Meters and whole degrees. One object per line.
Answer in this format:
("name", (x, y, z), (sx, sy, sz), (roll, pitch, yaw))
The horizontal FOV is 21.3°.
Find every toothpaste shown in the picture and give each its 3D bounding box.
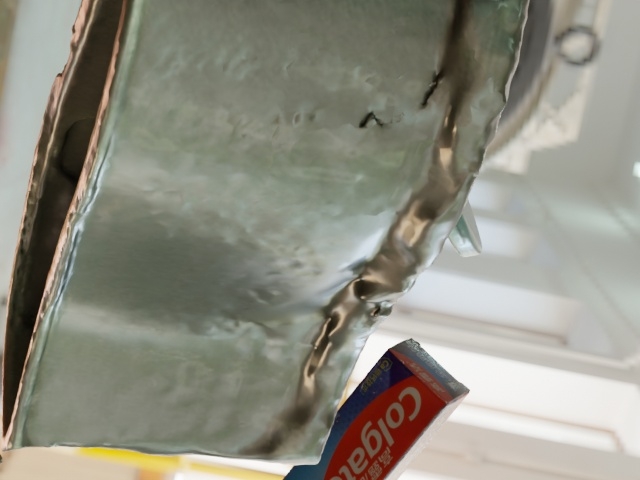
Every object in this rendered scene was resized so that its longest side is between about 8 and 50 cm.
("toothpaste", (0.007, 0.230, 1.543), (0.320, 0.076, 0.066), (-54, 164, 22))

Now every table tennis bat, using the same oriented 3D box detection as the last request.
("table tennis bat", (0.059, -0.060, 1.008), (0.237, 0.038, 0.149), (9, 60, -81))

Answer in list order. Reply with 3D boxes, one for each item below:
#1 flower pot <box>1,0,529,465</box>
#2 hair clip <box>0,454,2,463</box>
("flower pot", (-0.028, -0.019, 0.516), (0.229, 0.108, 0.103), (113, -20, -46))
("hair clip", (-0.366, 0.247, 1.513), (0.300, 0.069, 0.173), (-44, -144, 49))
